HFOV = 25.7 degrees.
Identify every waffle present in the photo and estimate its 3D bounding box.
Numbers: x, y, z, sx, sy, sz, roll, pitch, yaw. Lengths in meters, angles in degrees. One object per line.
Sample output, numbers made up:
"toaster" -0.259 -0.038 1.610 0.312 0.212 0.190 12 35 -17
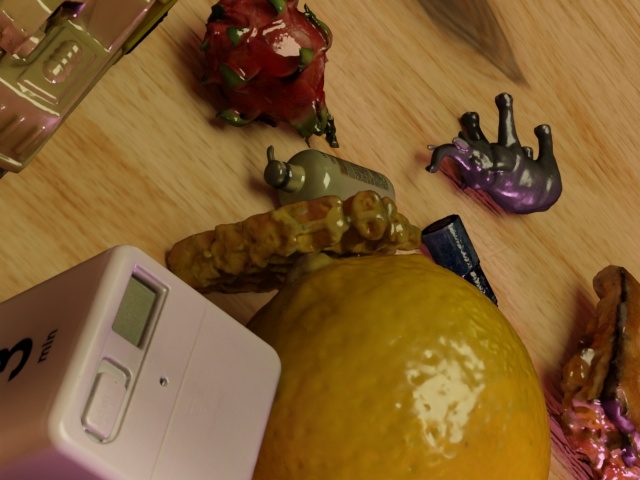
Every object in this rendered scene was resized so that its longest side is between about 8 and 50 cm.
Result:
"waffle" 0.000 0.001 1.403 0.229 0.219 0.057 0 75 -47

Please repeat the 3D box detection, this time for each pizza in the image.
"pizza" 0.408 0.230 1.819 0.278 0.114 0.408 -4 75 -49

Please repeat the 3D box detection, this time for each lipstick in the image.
"lipstick" 0.194 0.083 1.714 0.053 0.053 0.234 -39 107 -49

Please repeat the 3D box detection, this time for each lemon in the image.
"lemon" 0.059 0.180 1.316 0.336 0.336 0.336 23 57 -39

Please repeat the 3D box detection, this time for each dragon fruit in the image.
"dragon fruit" -0.042 -0.172 1.516 0.236 0.135 0.137 61 31 -34

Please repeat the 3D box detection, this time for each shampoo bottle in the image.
"shampoo bottle" 0.004 -0.055 1.540 0.162 0.079 0.079 17 60 -42

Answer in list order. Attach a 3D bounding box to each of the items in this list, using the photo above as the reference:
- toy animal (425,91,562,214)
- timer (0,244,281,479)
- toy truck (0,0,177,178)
"toy animal" 0.222 -0.113 1.802 0.269 0.082 0.137 19 58 -42
"timer" -0.177 0.148 1.159 0.194 0.195 0.192 39 47 -28
"toy truck" -0.231 -0.216 1.239 0.180 0.254 0.405 49 40 -14
